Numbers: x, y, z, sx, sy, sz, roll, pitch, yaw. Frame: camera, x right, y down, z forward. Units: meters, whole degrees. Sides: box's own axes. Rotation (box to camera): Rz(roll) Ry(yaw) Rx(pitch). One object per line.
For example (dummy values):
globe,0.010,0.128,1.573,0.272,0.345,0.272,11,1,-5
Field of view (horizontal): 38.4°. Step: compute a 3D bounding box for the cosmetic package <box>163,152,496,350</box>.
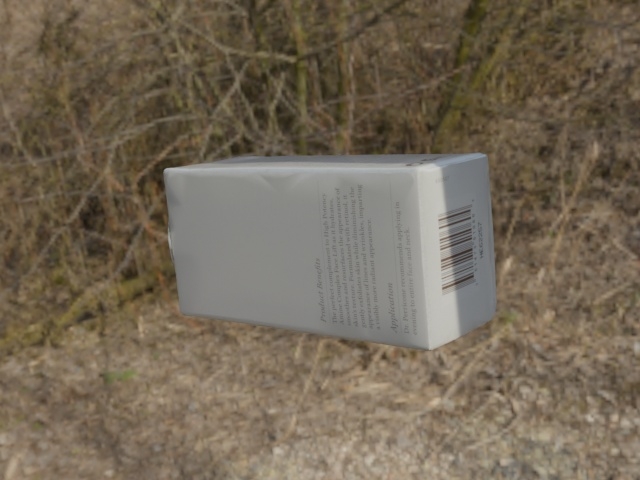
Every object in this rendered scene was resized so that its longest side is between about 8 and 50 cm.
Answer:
cosmetic package,0.000,0.000,0.640,0.231,0.117,0.085,5,14,41
